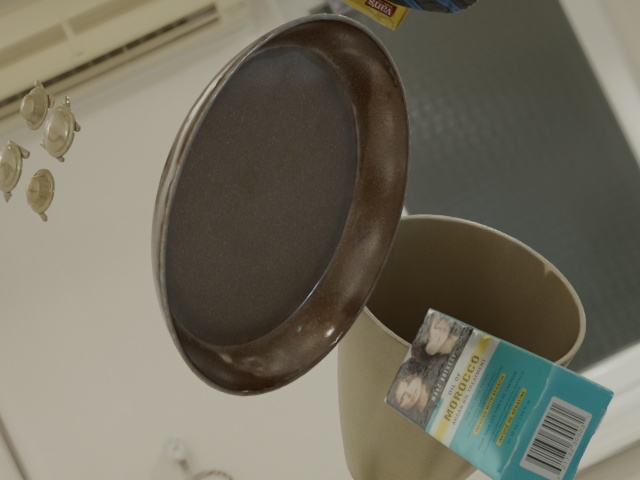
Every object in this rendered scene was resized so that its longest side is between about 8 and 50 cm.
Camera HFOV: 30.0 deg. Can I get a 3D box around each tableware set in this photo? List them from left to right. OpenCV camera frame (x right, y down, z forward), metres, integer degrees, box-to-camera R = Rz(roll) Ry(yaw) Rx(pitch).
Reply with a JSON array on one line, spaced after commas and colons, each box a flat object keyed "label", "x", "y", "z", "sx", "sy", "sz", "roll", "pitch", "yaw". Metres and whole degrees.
[{"label": "tableware set", "x": -0.350, "y": -0.112, "z": 1.471, "sx": 0.020, "sy": 0.141, "sz": 0.169, "roll": 8, "pitch": -65, "yaw": -45}]

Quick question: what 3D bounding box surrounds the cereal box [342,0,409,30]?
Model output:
[{"label": "cereal box", "x": 0.035, "y": -0.344, "z": 1.327, "sx": 0.047, "sy": 0.173, "sz": 0.240, "roll": -56, "pitch": 12, "yaw": 38}]

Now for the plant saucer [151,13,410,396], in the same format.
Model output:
[{"label": "plant saucer", "x": -0.033, "y": -0.030, "z": 0.955, "sx": 0.050, "sy": 0.310, "sz": 0.310, "roll": 20, "pitch": 29, "yaw": 33}]

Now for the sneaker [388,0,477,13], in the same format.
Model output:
[{"label": "sneaker", "x": 0.027, "y": -0.212, "z": 0.814, "sx": 0.081, "sy": 0.211, "sz": 0.080, "roll": -55, "pitch": -24, "yaw": -37}]

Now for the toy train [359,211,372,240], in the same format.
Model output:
[{"label": "toy train", "x": 0.000, "y": 0.000, "z": 1.159, "sx": 0.046, "sy": 0.125, "sz": 0.166, "roll": -6, "pitch": -31, "yaw": -42}]

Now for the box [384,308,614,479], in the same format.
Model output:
[{"label": "box", "x": 0.139, "y": 0.130, "z": 0.990, "sx": 0.100, "sy": 0.060, "sz": 0.244, "roll": -64, "pitch": 18, "yaw": -2}]

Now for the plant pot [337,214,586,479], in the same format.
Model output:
[{"label": "plant pot", "x": 0.119, "y": 0.155, "z": 1.309, "sx": 0.256, "sy": 0.256, "sz": 0.274, "roll": -26, "pitch": -37, "yaw": -44}]
